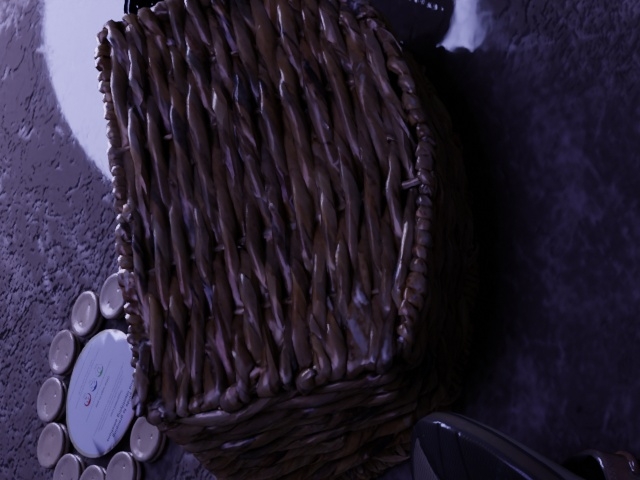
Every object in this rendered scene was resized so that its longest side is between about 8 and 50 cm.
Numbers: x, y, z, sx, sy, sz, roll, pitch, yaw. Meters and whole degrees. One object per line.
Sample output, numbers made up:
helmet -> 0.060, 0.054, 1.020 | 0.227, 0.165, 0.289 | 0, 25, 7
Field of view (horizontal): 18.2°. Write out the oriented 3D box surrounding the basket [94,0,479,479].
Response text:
basket -> 0.000, 0.000, 1.278 | 0.214, 0.223, 0.299 | -16, 61, 12

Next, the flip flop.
flip flop -> 0.162, 0.155, 1.031 | 0.277, 0.080, 0.112 | 11, 116, 38

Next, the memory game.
memory game -> -0.161, 0.115, 1.509 | 0.186, 0.012, 0.186 | -22, 61, 46

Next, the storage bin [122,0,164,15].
storage bin -> -0.054, -0.212, 1.425 | 0.180, 0.084, 0.122 | -11, 69, 49
